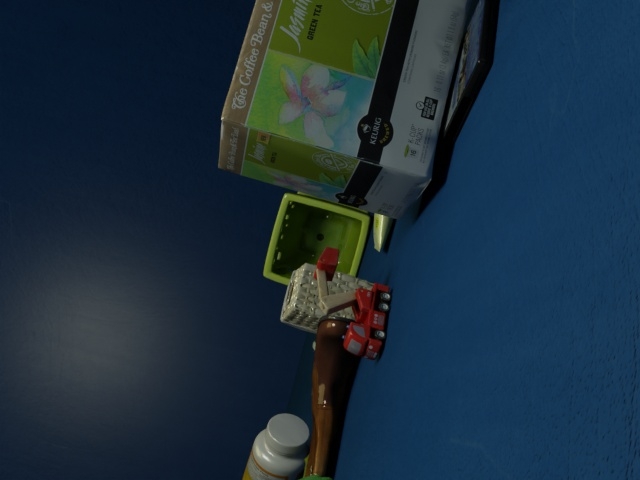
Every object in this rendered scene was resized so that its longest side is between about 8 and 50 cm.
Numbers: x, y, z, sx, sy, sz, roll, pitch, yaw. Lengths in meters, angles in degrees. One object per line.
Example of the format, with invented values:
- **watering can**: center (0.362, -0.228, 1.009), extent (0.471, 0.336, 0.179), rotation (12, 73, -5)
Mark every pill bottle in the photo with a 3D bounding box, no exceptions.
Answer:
- **pill bottle**: center (-0.104, 0.533, 2.150), extent (0.136, 0.136, 0.246), rotation (-78, 5, -55)

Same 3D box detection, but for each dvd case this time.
- **dvd case**: center (0.211, -0.233, 1.347), extent (0.253, 0.022, 0.180), rotation (110, 174, -52)

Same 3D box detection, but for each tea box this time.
- **tea box**: center (0.032, -0.252, 1.427), extent (0.220, 0.323, 0.329), rotation (115, 169, -73)

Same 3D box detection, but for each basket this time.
- **basket**: center (0.020, 0.121, 1.763), extent (0.103, 0.167, 0.113), rotation (128, 159, -66)

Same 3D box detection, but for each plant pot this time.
- **plant pot**: center (0.000, 0.000, 2.290), extent (0.207, 0.228, 0.227), rotation (-59, -15, -78)

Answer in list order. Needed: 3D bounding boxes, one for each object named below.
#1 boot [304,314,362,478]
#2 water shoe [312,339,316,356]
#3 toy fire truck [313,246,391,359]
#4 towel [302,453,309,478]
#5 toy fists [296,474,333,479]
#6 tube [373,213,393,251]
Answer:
- **boot**: center (0.006, 0.303, 1.671), extent (0.264, 0.096, 0.280), rotation (110, 174, -57)
- **water shoe**: center (0.011, 0.273, 1.979), extent (0.203, 0.073, 0.080), rotation (-99, 23, -85)
- **toy fire truck**: center (0.048, 0.105, 1.516), extent (0.192, 0.135, 0.047), rotation (-77, 4, -46)
- **towel**: center (-0.017, 0.478, 1.920), extent (0.237, 0.021, 0.102), rotation (109, 176, -57)
- **toy fists**: center (-0.022, 0.461, 1.354), extent (0.279, 0.096, 0.142), rotation (-78, 5, -72)
- **tube**: center (0.135, -0.097, 1.773), extent (0.070, 0.062, 0.240), rotation (5, -82, -52)
